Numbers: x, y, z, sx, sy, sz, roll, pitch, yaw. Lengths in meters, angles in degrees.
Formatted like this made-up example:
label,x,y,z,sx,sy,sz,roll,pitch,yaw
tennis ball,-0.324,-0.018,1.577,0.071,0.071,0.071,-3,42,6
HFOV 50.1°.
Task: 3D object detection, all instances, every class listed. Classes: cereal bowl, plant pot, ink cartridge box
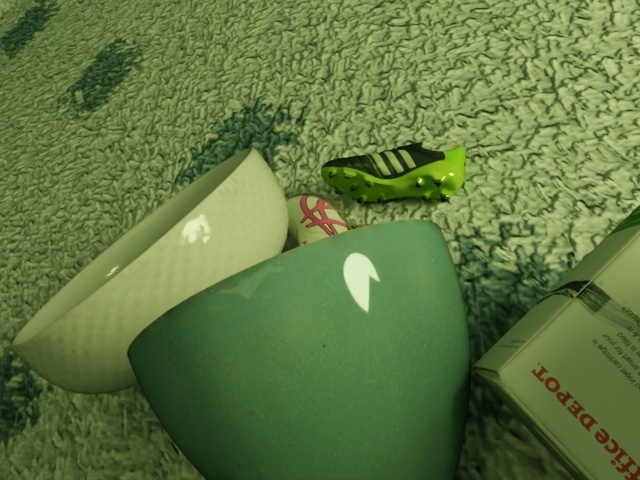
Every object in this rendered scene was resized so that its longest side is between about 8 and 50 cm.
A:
label,x,y,z,sx,sy,sz,roll,pitch,yaw
cereal bowl,-0.165,0.050,0.778,0.339,0.141,0.339,-37,14,11
plant pot,0.009,0.136,0.580,0.290,0.290,0.195,-27,74,13
ink cartridge box,0.243,0.083,0.515,0.208,0.087,0.153,-42,85,-6

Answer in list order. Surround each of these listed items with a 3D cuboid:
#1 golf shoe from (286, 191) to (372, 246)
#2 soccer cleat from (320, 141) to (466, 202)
label,x,y,z,sx,sy,sz,roll,pitch,yaw
golf shoe,0.000,0.000,0.784,0.086,0.067,0.186,-29,38,-27
soccer cleat,0.087,-0.084,0.820,0.179,0.060,0.072,5,51,28
